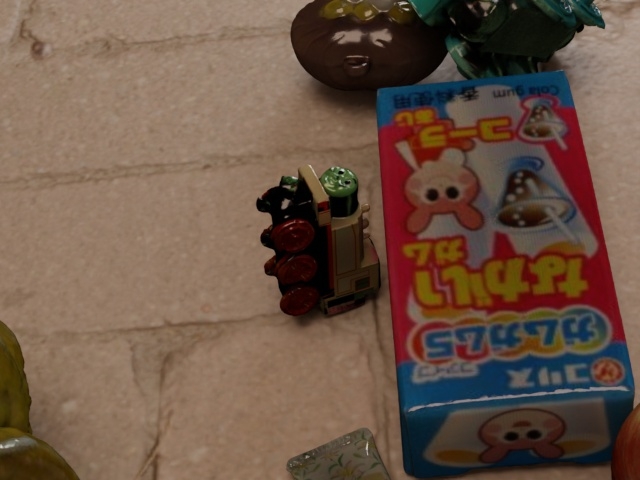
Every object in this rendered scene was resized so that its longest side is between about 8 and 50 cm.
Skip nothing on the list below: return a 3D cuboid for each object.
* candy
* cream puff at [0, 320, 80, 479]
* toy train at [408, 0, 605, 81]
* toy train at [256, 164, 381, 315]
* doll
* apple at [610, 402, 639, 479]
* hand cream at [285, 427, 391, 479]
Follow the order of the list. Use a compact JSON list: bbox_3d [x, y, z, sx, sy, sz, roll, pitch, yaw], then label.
[{"bbox_3d":[0.127,0.016,0.907,0.157,0.100,0.306,-5,53,4],"label":"candy"},{"bbox_3d":[-0.305,0.173,0.740,0.378,0.275,0.378,-6,53,7],"label":"cream puff"},{"bbox_3d":[0.149,-0.207,1.024,0.107,0.198,0.154,-41,74,28],"label":"toy train"},{"bbox_3d":[0.000,0.000,0.915,0.087,0.138,0.050,-18,49,-12],"label":"toy train"},{"bbox_3d":[0.041,-0.202,1.100,0.145,0.096,0.188,-8,41,-7],"label":"doll"},{"bbox_3d":[0.262,0.148,0.755,0.131,0.146,0.146,-32,54,-22],"label":"apple"},{"bbox_3d":[0.043,0.204,0.809,0.067,0.042,0.194,-25,48,-10],"label":"hand cream"}]
